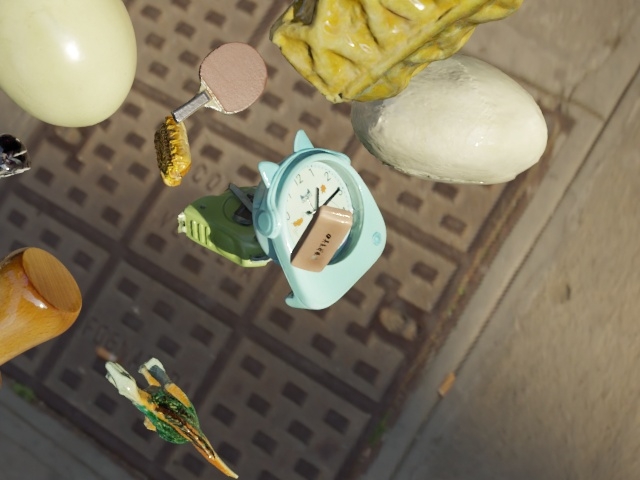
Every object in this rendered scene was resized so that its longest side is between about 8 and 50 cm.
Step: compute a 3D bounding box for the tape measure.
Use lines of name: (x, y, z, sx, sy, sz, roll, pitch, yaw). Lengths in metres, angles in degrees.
tape measure: (-0.142, -0.034, 1.916, 0.200, 0.106, 0.175, 27, 49, 25)

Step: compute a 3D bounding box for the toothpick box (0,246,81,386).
toothpick box: (-0.537, 0.148, 1.620, 0.294, 0.192, 0.192, -36, 69, 13)

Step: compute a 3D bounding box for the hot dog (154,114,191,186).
hot dog: (-0.261, -0.158, 1.768, 0.071, 0.045, 0.165, -47, 35, 23)

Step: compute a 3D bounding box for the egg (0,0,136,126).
egg: (-0.378, -0.291, 1.433, 0.219, 0.219, 0.269, -15, 109, 10)

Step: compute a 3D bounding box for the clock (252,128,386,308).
clock: (-0.015, -0.042, 1.678, 0.094, 0.274, 0.223, -3, 31, 48)

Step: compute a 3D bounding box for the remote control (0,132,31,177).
remote control: (-0.568, -0.104, 1.528, 0.266, 0.090, 0.066, -14, 91, 14)

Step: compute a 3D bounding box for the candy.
candy: (0.183, -0.184, 1.464, 0.295, 0.295, 0.185, 10, 104, 17)

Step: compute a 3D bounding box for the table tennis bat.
table tennis bat: (-0.076, -0.114, 0.749, 0.083, 0.007, 0.050, -38, 108, -16)

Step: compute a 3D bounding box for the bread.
bread: (0.091, -0.240, 0.985, 0.267, 0.152, 0.130, -32, 62, 34)

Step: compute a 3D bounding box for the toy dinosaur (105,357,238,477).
toy dinosaur: (-0.115, 0.154, 0.832, 0.044, 0.106, 0.187, -40, 109, -15)

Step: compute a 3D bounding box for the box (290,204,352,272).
box: (0.000, 0.000, 1.272, 0.048, 0.115, 0.025, 12, 51, -19)
